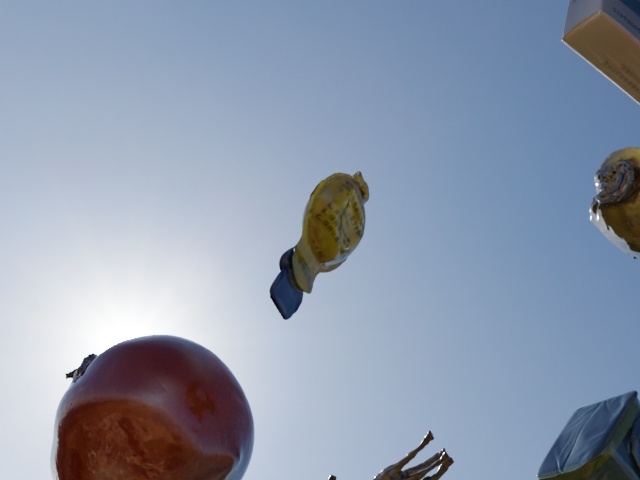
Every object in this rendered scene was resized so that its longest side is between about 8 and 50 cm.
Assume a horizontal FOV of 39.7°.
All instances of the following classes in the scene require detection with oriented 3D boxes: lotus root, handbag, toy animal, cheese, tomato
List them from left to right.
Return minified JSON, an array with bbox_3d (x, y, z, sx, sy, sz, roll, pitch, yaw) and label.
[{"bbox_3d":[-0.256,0.303,1.396,0.321,0.321,0.322,17,-43,16],"label":"tomato"},{"bbox_3d":[0.000,0.000,1.285,0.064,0.250,0.157,13,-36,33],"label":"cheese"},{"bbox_3d":[0.119,0.426,1.584,0.149,0.275,0.054,91,-24,-43],"label":"toy animal"},{"bbox_3d":[0.582,0.458,1.711,0.241,0.263,0.222,48,-44,-1],"label":"handbag"},{"bbox_3d":[0.490,-0.040,1.295,0.154,0.154,0.278,-7,-24,36],"label":"lotus root"}]

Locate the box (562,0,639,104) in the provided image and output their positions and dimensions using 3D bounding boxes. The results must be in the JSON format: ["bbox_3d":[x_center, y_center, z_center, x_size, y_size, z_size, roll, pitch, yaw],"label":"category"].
[{"bbox_3d":[0.444,-0.215,1.068,0.343,0.200,0.065,33,-39,-17],"label":"box"}]
